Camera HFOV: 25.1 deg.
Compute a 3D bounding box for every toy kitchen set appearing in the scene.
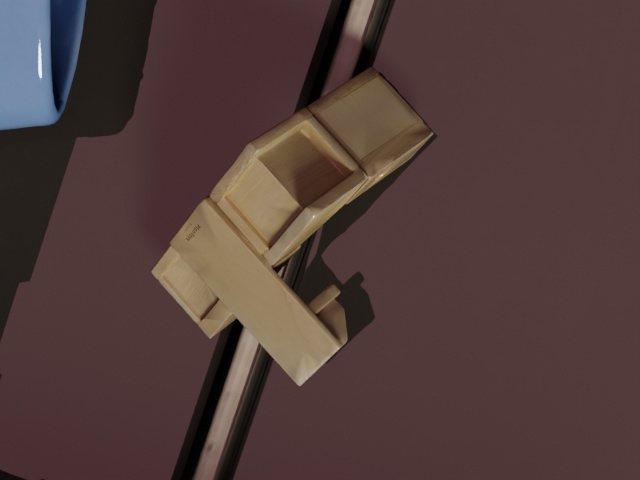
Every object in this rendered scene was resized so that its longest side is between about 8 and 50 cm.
[{"bbox_3d":[0.000,0.000,0.510,0.068,0.075,0.083,48,136,5],"label":"toy kitchen set"}]

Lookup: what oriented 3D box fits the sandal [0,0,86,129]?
[{"bbox_3d":[-0.137,-0.084,0.479,0.138,0.126,0.317,43,98,-1],"label":"sandal"}]
